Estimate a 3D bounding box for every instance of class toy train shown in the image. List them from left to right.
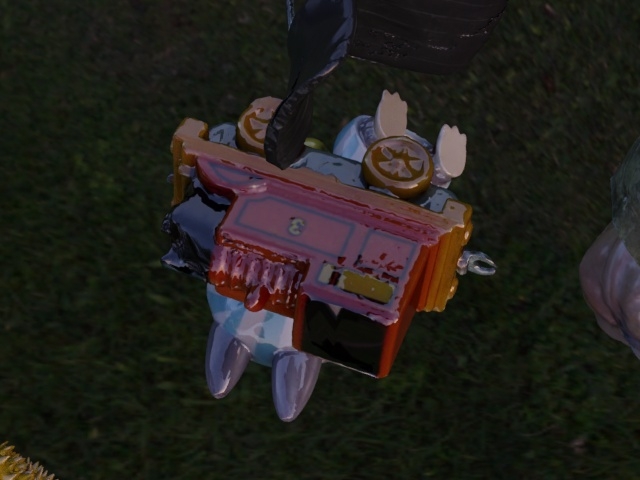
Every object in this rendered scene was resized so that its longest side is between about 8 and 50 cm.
[{"bbox_3d":[0.000,0.000,1.344,0.369,0.163,0.231,18,50,9],"label":"toy train"}]

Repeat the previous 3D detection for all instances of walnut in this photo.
[{"bbox_3d":[0.473,0.049,1.685,0.248,0.248,0.248,-4,80,22],"label":"walnut"}]

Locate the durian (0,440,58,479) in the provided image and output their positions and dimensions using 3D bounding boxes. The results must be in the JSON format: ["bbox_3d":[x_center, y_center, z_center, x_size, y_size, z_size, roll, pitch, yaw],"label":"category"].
[{"bbox_3d":[-0.358,0.336,1.416,0.138,0.249,0.183,41,126,-7],"label":"durian"}]

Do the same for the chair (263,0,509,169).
[{"bbox_3d":[0.047,-0.154,0.827,0.145,0.140,0.221,12,61,-10],"label":"chair"}]

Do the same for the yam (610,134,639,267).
[{"bbox_3d":[0.397,-0.076,1.156,0.271,0.201,0.202,-50,44,49],"label":"yam"}]

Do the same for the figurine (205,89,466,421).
[{"bbox_3d":[0.015,0.061,1.643,0.361,0.266,0.377,-35,41,45],"label":"figurine"}]
